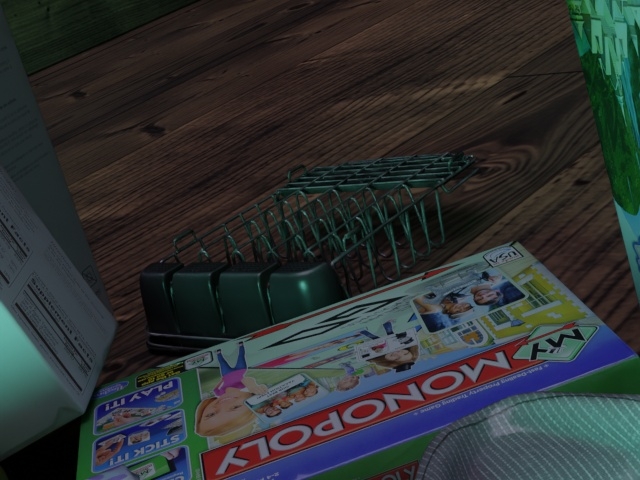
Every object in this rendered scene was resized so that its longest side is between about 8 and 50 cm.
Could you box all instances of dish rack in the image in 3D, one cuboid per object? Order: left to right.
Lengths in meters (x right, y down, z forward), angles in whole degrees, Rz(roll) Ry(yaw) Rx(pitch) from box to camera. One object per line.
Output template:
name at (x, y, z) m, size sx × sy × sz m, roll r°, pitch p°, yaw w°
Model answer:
dish rack at (0.000, 0.000, 0.976) m, size 0.208 × 0.074 × 0.271 m, roll 0°, pitch 25°, yaw 40°

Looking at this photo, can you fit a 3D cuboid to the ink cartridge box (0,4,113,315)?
ink cartridge box at (-0.276, -0.047, 0.946) m, size 0.065 × 0.333 × 0.165 m, roll -5°, pitch 22°, yaw 25°

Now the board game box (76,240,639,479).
board game box at (0.010, 0.101, 0.725) m, size 0.317 × 0.046 × 0.213 m, roll -19°, pitch 18°, yaw -3°

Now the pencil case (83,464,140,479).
pencil case at (-0.159, 0.184, 0.415) m, size 0.273 × 0.124 × 0.113 m, roll -23°, pitch -20°, yaw -21°

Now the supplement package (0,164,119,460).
supplement package at (-0.301, 0.032, 0.806) m, size 0.204 × 0.262 × 0.145 m, roll -30°, pitch 16°, yaw 11°

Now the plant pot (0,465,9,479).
plant pot at (-0.227, 0.165, 0.728) m, size 0.083 × 0.083 × 0.079 m, roll -15°, pitch 7°, yaw 9°

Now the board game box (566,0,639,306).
board game box at (0.231, -0.057, 0.543) m, size 0.066 × 0.318 × 0.318 m, roll -23°, pitch 19°, yaw -13°

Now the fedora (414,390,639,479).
fedora at (0.101, 0.136, 0.424) m, size 0.243 × 0.124 × 0.275 m, roll -19°, pitch 19°, yaw -4°
